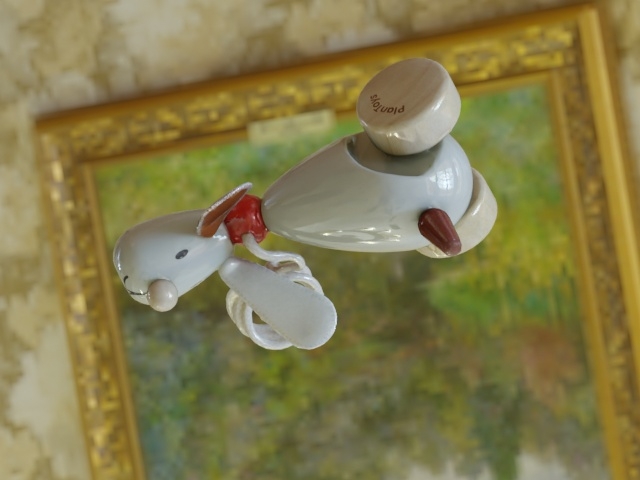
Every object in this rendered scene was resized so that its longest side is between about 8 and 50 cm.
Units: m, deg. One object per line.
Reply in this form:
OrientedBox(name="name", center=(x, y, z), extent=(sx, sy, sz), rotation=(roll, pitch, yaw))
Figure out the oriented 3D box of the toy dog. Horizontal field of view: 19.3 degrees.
OrientedBox(name="toy dog", center=(0.000, 0.000, 1.546), extent=(0.333, 0.220, 0.161), rotation=(-39, -147, 22))
